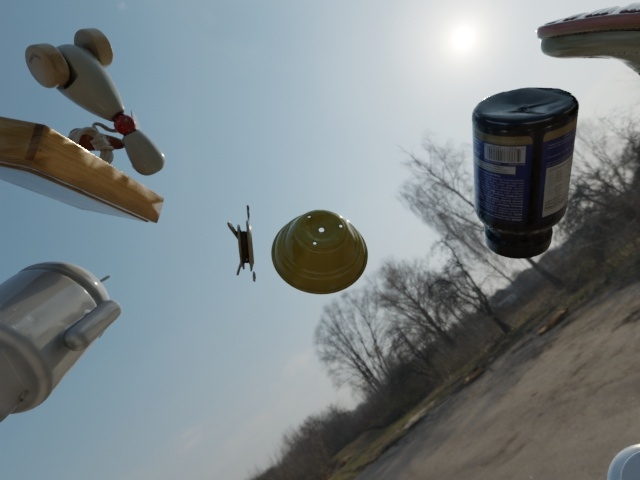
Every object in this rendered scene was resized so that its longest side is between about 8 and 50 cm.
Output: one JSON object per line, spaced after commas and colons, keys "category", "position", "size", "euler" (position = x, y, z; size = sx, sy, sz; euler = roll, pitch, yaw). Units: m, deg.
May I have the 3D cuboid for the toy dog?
{"category": "toy dog", "position": [-0.498, -0.286, 0.895], "size": [0.161, 0.333, 0.220], "euler": [-15, 3, 42]}

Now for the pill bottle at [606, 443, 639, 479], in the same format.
{"category": "pill bottle", "position": [0.317, 0.239, 0.374], "size": [0.086, 0.086, 0.152], "euler": [-41, -45, 4]}

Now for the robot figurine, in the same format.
{"category": "robot figurine", "position": [-0.532, 0.167, 0.749], "size": [0.300, 0.353, 0.199], "euler": [-4, -66, 4]}

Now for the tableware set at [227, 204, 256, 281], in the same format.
{"category": "tableware set", "position": [-0.147, 0.016, 0.757], "size": [0.039, 0.128, 0.194], "euler": [-5, -6, -11]}

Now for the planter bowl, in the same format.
{"category": "planter bowl", "position": [0.000, 0.000, 0.870], "size": [0.217, 0.217, 0.090], "euler": [-29, -29, -21]}

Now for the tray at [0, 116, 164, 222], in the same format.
{"category": "tray", "position": [-0.494, -0.121, 0.788], "size": [0.411, 0.203, 0.076], "euler": [77, -156, -80]}

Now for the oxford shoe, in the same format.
{"category": "oxford shoe", "position": [0.488, -0.234, 0.539], "size": [0.140, 0.397, 0.146], "euler": [-33, -46, -34]}

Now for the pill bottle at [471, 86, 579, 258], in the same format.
{"category": "pill bottle", "position": [0.278, -0.086, 0.566], "size": [0.123, 0.123, 0.219], "euler": [-30, -53, -19]}
